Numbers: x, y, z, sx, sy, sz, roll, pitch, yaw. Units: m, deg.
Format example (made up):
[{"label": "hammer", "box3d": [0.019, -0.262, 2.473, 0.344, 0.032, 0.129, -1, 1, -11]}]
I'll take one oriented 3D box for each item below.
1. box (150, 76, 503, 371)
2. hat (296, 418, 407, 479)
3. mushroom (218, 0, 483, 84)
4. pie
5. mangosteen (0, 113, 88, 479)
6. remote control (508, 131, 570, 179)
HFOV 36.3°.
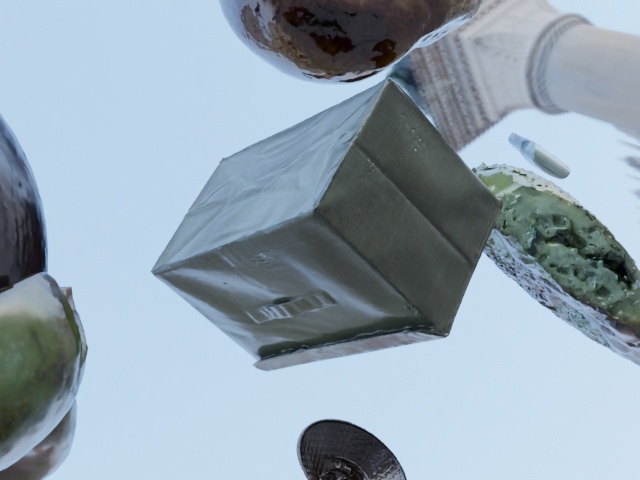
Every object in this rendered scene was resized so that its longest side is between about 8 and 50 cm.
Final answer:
[{"label": "box", "box3d": [0.000, 0.000, 0.813, 0.149, 0.231, 0.155, 44, -125, -22]}, {"label": "hat", "box3d": [0.034, 0.369, 1.485, 0.193, 0.193, 0.082, 8, -52, -35]}, {"label": "mushroom", "box3d": [0.034, -0.344, 1.138, 0.345, 0.345, 0.259, -7, -39, -31]}, {"label": "pie", "box3d": [0.276, 0.020, 1.148, 0.103, 0.355, 0.288, -49, -11, 3]}, {"label": "mangosteen", "box3d": [-0.259, 0.047, 0.428, 0.300, 0.300, 0.300, -13, -64, -29]}, {"label": "remote control", "box3d": [0.309, -0.123, 1.403, 0.065, 0.166, 0.029, 32, -80, -9]}]
